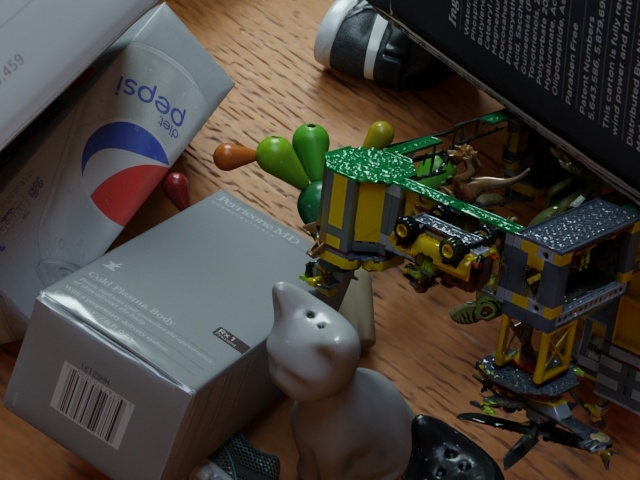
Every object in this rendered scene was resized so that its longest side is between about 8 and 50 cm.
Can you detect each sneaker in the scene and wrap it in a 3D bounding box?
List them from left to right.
[{"bbox_3d":[-0.095,0.136,1.198,0.166,0.065,0.076,42,43,24],"label":"sneaker"},{"bbox_3d":[0.097,-0.206,1.481,0.121,0.079,0.217,27,62,15],"label":"sneaker"}]

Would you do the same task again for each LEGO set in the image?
[{"bbox_3d":[0.145,0.036,1.187,0.255,0.192,0.331,21,27,28],"label":"LEGO set"}]

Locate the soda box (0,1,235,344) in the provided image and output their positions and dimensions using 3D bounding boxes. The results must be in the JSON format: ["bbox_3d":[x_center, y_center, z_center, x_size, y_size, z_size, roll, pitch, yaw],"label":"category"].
[{"bbox_3d":[-0.186,-0.051,1.296,0.091,0.098,0.286,49,51,-20],"label":"soda box"}]

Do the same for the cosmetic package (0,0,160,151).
[{"bbox_3d":[-0.358,-0.218,1.192,0.393,0.329,0.327,50,56,-13],"label":"cosmetic package"}]

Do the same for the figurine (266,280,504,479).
[{"bbox_3d":[0.048,0.133,1.089,0.092,0.209,0.215,-40,61,-12],"label":"figurine"}]

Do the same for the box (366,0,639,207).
[{"bbox_3d":[0.350,-0.245,1.245,0.480,0.297,0.472,-8,27,-23],"label":"box"}]

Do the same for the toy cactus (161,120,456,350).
[{"bbox_3d":[0.000,0.000,1.298,0.219,0.112,0.180,-8,70,-13],"label":"toy cactus"}]

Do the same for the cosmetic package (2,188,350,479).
[{"bbox_3d":[-0.089,0.063,1.158,0.127,0.107,0.238,30,31,13],"label":"cosmetic package"}]
